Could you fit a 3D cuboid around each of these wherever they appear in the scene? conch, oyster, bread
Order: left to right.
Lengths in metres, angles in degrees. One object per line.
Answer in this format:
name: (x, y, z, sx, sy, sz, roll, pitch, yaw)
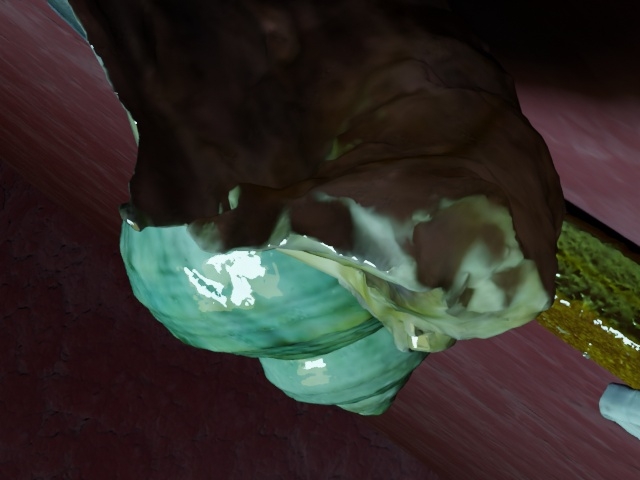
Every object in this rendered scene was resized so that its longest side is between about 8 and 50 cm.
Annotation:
oyster: (-0.031, -0.068, 0.586, 0.271, 0.100, 0.275, 39, -174, 8)
conch: (-0.002, 0.001, 0.816, 0.176, 0.122, 0.188, 4, 163, 25)
bread: (0.120, 0.033, 0.737, 0.094, 0.035, 0.090, 34, 173, 23)

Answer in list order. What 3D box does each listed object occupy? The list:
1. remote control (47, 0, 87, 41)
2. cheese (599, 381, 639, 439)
remote control: (-0.075, -0.092, 0.888, 0.107, 0.044, 0.377, 36, 174, 45)
cheese: (0.214, 0.130, 0.693, 0.249, 0.071, 0.163, 40, 170, -38)
